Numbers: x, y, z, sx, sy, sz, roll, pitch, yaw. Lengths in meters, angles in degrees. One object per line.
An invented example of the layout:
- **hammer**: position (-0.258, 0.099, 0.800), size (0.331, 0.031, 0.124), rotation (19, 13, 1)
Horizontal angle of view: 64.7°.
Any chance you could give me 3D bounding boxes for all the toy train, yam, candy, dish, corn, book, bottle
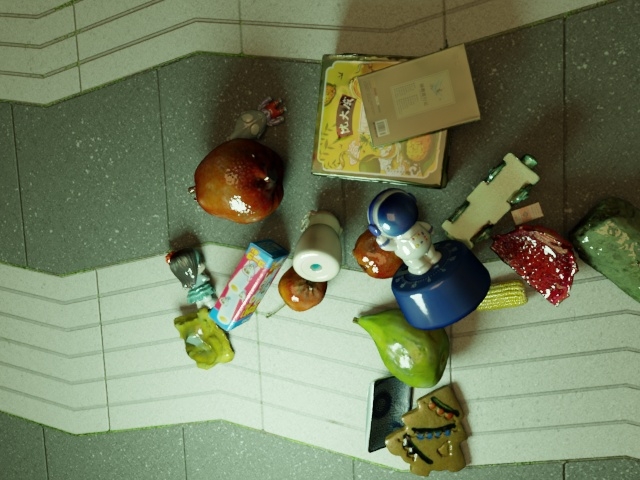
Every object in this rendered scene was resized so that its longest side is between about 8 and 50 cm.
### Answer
- **toy train**: position (0.499, -0.114, 1.471), size (0.129, 0.159, 0.326), rotation (43, 109, 11)
- **yam**: position (0.838, 0.028, 1.370), size (0.300, 0.195, 0.195), rotation (40, 105, 8)
- **candy**: position (-0.240, 0.147, 1.709), size (0.100, 0.157, 0.305), rotation (34, 104, 11)
- **dish**: position (0.207, 0.543, 1.645), size (0.080, 0.182, 0.242), rotation (12, 101, 53)
- **corn**: position (0.539, 0.170, 1.538), size (0.166, 0.063, 0.085), rotation (-16, 115, 19)
- **book**: position (0.276, -0.406, 1.432), size (0.311, 0.021, 0.216), rotation (-12, 91, 16)
- **bottle**: position (0.000, 0.000, 1.599), size (0.148, 0.236, 0.147), rotation (5, 136, 4)

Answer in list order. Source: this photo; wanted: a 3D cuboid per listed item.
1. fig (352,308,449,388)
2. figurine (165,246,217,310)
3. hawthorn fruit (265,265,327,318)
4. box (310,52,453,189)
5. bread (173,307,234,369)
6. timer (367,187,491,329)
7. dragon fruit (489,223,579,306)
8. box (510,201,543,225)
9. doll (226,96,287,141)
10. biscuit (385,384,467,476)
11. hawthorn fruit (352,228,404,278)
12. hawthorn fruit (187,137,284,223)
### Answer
- **fig**: position (0.241, 0.312, 1.551), size (0.315, 0.233, 0.232), rotation (18, 101, 7)
- **figurine**: position (-0.456, 0.142, 1.799), size (0.138, 0.110, 0.245), rotation (-21, 98, 20)
- **hawthorn fruit**: position (-0.089, 0.193, 1.695), size (0.165, 0.165, 0.285), rotation (44, 134, 8)
- **box**: position (0.196, -0.360, 1.542), size (0.421, 0.138, 0.372), rotation (8, 98, 14)
- **bread**: position (-0.419, 0.362, 1.803), size (0.161, 0.088, 0.232), rotation (-20, 111, 28)
- **timer**: position (0.263, 0.027, 1.397), size (0.271, 0.270, 0.383), rotation (-32, 108, 17)
- **dragon fruit**: position (0.612, 0.043, 1.439), size (0.262, 0.189, 0.163), rotation (41, 95, 7)
- **box**: position (0.618, -0.080, 1.513), size (0.083, 0.012, 0.046), rotation (-20, 91, 17)
- **doll**: position (-0.218, -0.395, 1.691), size (0.228, 0.075, 0.102), rotation (-29, 97, 5)
- **biscuit**: position (0.354, 0.602, 1.607), size (0.279, 0.043, 0.301), rotation (14, 92, -6)
- **hawthorn fruit**: position (0.190, 0.031, 1.582), size (0.174, 0.173, 0.178), rotation (18, 74, 14)
- **hawthorn fruit**: position (-0.256, -0.182, 1.624), size (0.311, 0.295, 0.294), rotation (-22, 89, 51)
